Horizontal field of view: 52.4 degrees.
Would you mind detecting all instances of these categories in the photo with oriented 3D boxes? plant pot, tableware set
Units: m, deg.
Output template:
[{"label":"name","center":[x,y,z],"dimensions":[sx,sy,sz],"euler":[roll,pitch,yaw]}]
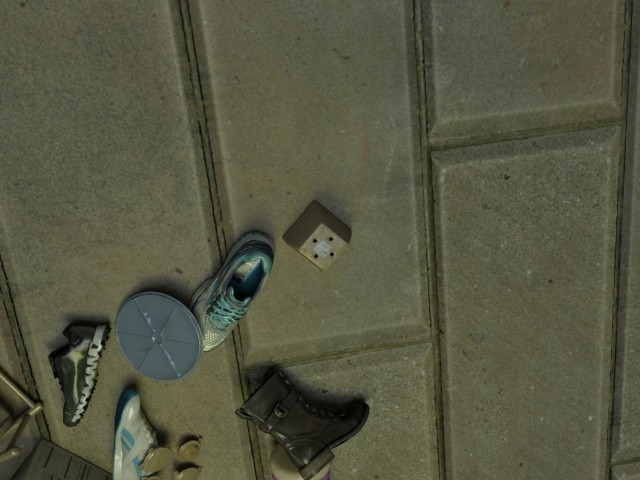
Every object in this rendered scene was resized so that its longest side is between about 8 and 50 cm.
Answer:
[{"label":"plant pot","center":[0.000,0.000,1.332],"dimensions":[0.109,0.096,0.109],"euler":[39,97,-18]},{"label":"tableware set","center":[-0.332,0.507,1.446],"dimensions":[0.168,0.020,0.141],"euler":[3,112,-41]}]

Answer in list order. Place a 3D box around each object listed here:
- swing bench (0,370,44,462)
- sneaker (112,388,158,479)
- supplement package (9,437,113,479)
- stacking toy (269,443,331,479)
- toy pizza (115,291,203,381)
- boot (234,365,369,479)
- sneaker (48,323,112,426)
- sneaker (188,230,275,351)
[{"label":"swing bench","center":[-0.755,0.355,1.296],"dimensions":[0.254,0.165,0.253],"euler":[-33,110,8]},{"label":"sneaker","center":[-0.401,0.420,1.415],"dimensions":[0.092,0.087,0.229],"euler":[2,114,-17]},{"label":"supplement package","center":[-0.553,0.606,1.383],"dimensions":[0.262,0.198,0.199],"euler":[36,98,-17]},{"label":"stacking toy","center":[-0.036,0.623,1.518],"dimensions":[0.141,0.141,0.330],"euler":[-7,115,-7]},{"label":"toy pizza","center":[-0.333,0.198,1.355],"dimensions":[0.201,0.032,0.201],"euler":[4,107,14]},{"label":"boot","center":[-0.033,0.368,1.427],"dimensions":[0.229,0.263,0.091],"euler":[48,134,9]},{"label":"sneaker","center":[-0.515,0.272,1.351],"dimensions":[0.106,0.078,0.234],"euler":[17,100,-11]},{"label":"sneaker","center":[-0.189,0.115,1.324],"dimensions":[0.110,0.122,0.283],"euler":[27,102,-16]}]
